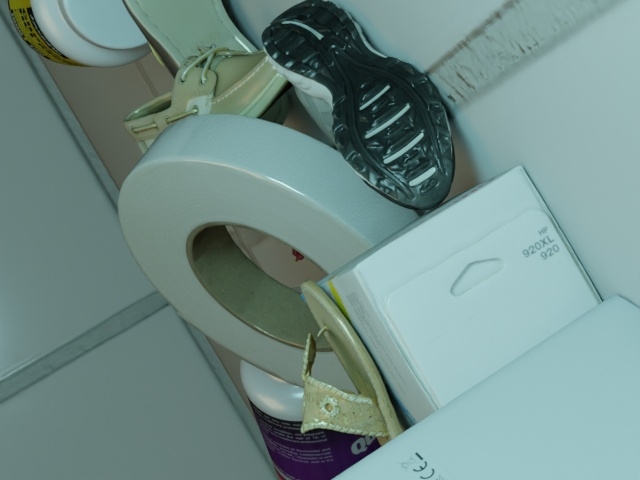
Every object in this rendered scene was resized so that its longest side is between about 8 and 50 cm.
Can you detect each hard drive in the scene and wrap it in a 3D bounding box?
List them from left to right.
[{"bbox_3d":[0.156,0.171,1.133,0.203,0.307,0.040,41,158,53],"label":"hard drive"}]

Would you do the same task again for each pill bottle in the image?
[{"bbox_3d":[-0.288,-0.314,1.982,0.188,0.188,0.334,63,167,-14],"label":"pill bottle"},{"bbox_3d":[-0.003,0.210,2.104,0.181,0.181,0.323,49,164,38],"label":"pill bottle"}]

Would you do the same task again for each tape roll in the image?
[{"bbox_3d":[-0.038,0.026,1.666,0.392,0.072,0.392,22,148,15],"label":"tape roll"}]

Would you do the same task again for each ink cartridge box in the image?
[{"bbox_3d":[0.114,0.062,1.354,0.168,0.171,0.233,59,168,0],"label":"ink cartridge box"}]

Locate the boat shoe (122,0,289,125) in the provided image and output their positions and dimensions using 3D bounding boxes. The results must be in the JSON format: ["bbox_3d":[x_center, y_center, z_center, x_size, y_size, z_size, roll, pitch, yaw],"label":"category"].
[{"bbox_3d":[-0.155,-0.255,1.795,0.324,0.116,0.097,56,165,-10],"label":"boat shoe"}]

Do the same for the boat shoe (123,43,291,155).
[{"bbox_3d":[-0.117,-0.156,1.671,0.098,0.109,0.302,50,142,-9],"label":"boat shoe"}]

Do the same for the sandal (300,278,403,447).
[{"bbox_3d":[0.023,0.154,1.340,0.240,0.079,0.088,58,167,-1],"label":"sandal"}]

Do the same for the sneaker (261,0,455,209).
[{"bbox_3d":[0.047,-0.116,1.413,0.271,0.100,0.108,54,178,42],"label":"sneaker"}]

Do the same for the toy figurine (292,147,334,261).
[{"bbox_3d":[0.000,0.000,1.765,0.159,0.130,0.173,52,152,-10],"label":"toy figurine"}]
